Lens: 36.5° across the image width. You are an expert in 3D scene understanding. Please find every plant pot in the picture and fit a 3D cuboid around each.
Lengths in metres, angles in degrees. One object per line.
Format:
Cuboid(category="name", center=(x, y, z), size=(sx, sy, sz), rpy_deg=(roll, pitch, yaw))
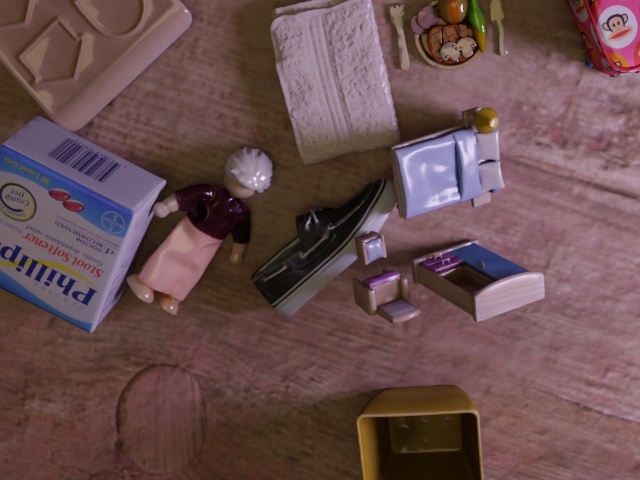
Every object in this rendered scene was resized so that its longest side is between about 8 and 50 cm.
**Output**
Cuboid(category="plant pot", center=(0.187, 0.371, 1.778), size=(0.212, 0.187, 0.212), rpy_deg=(-4, 106, 8))

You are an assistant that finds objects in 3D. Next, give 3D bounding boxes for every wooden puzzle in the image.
Cuboid(category="wooden puzzle", center=(-0.443, -0.416, 1.693), size=(0.322, 0.080, 0.348), rpy_deg=(-39, 103, 17))

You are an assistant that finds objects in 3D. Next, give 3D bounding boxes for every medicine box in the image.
Cuboid(category="medicine box", center=(-0.458, -0.027, 1.741), size=(0.263, 0.149, 0.289), rpy_deg=(27, 121, 0))

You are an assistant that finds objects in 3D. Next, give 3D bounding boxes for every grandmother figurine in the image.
Cuboid(category="grandmother figurine", center=(-0.212, -0.029, 1.757), size=(0.342, 0.104, 0.207), rpy_deg=(-49, 137, 12))

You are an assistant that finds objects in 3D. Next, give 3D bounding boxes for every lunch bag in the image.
Cuboid(category="lunch bag", center=(0.546, -0.386, 1.512), size=(0.293, 0.120, 0.258), rpy_deg=(-22, 93, 5))

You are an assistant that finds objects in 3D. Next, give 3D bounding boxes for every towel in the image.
Cuboid(category="towel", center=(0.025, -0.281, 1.679), size=(0.187, 0.049, 0.282), rpy_deg=(-12, 105, 12))

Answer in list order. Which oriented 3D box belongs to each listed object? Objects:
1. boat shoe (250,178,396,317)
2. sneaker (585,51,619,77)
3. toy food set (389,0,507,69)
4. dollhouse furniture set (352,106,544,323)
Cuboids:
Cuboid(category="boat shoe", center=(0.000, 0.000, 1.727), size=(0.119, 0.121, 0.335), rpy_deg=(40, 110, -10))
Cuboid(category="sneaker", center=(0.505, -0.299, 1.613), size=(0.135, 0.052, 0.058), rpy_deg=(15, 118, 11))
Cuboid(category="toy food set", center=(0.218, -0.353, 1.636), size=(0.191, 0.038, 0.133), rpy_deg=(-8, 105, 10))
Cuboid(category="dollhouse furniture set", center=(0.205, -0.041, 1.584), size=(0.286, 0.198, 0.304), rpy_deg=(-17, 113, -22))
